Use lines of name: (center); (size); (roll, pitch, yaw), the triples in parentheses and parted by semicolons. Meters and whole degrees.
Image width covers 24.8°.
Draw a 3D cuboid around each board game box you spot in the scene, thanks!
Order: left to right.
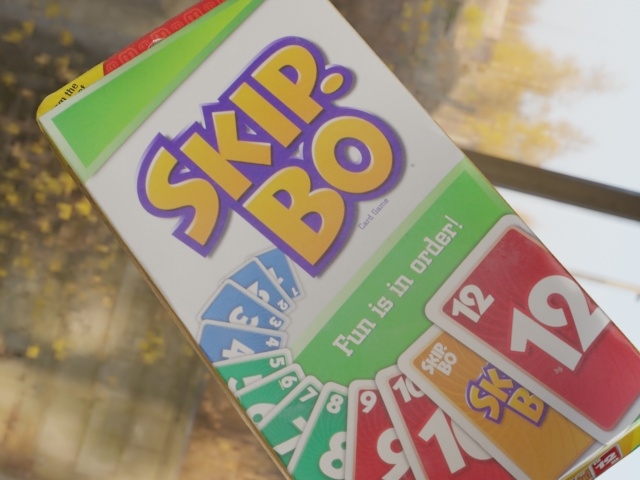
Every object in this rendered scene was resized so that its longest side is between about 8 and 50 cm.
board game box: (0.000, 0.000, 0.545); (0.124, 0.259, 0.039); (-34, 152, -10)
